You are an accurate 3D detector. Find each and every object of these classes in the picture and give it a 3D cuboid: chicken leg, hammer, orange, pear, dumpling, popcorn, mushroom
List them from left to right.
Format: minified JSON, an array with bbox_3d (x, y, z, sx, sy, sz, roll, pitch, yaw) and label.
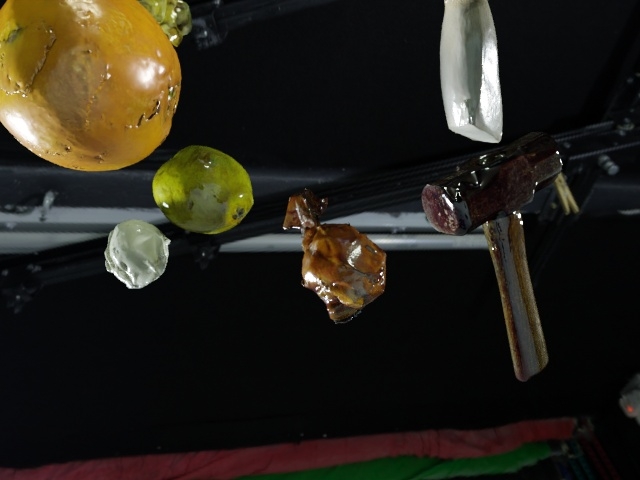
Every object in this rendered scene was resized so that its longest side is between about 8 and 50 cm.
[{"bbox_3d":[-0.311,-0.215,0.690,0.246,0.246,0.246,-7,-48,-7],"label":"orange"},{"bbox_3d":[-0.384,-0.488,1.031,0.266,0.233,0.192,34,-75,-25],"label":"popcorn"},{"bbox_3d":[-0.527,0.039,1.475,0.258,0.193,0.147,10,-7,30],"label":"dumpling"},{"bbox_3d":[-0.340,-0.145,1.508,0.269,0.321,0.269,-28,-44,-31],"label":"pear"},{"bbox_3d":[0.000,0.000,0.756,0.113,0.304,0.093,-36,-57,-1],"label":"chicken leg"},{"bbox_3d":[0.348,-0.422,1.227,0.154,0.137,0.408,-18,-76,-27],"label":"mushroom"},{"bbox_3d":[0.328,0.048,0.870,0.242,0.095,0.409,-24,-75,-23],"label":"hammer"}]
